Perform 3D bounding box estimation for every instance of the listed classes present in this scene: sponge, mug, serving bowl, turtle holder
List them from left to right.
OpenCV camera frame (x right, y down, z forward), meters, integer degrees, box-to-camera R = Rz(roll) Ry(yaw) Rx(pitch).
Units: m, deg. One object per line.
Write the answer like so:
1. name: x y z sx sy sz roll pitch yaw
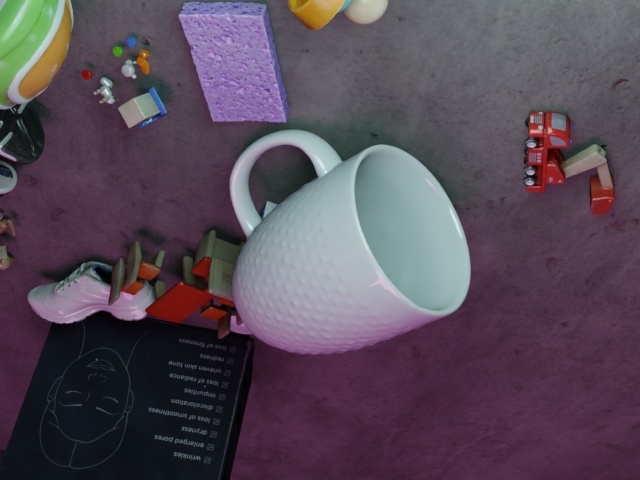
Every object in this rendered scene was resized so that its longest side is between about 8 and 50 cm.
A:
1. turtle holder: -0.465 -0.277 1.028 0.320 0.243 0.227 -4 163 6
2. sponge: -0.117 -0.245 1.164 0.117 0.031 0.210 4 147 10
3. serving bowl: -0.174 0.176 1.833 0.083 0.027 0.083 7 148 5
4. mug: 0.000 0.000 1.310 0.328 0.276 0.374 -27 97 37

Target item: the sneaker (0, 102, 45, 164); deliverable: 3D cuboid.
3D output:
1. sneaker: -0.575 -0.215 1.294 0.162 0.106 0.281 -14 130 41

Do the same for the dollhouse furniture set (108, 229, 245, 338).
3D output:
1. dollhouse furniture set: -0.249 0.100 1.609 0.262 0.135 0.259 22 141 -30

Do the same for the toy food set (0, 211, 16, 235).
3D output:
1. toy food set: -0.661 -0.049 1.637 0.122 0.019 0.078 18 147 2

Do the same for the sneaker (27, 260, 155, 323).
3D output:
1. sneaker: -0.493 0.098 1.759 0.297 0.111 0.129 -6 132 14

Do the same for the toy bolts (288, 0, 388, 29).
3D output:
1. toy bolts: 0.045 -0.293 0.912 0.158 0.218 0.228 22 164 -28

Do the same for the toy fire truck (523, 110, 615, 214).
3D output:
1. toy fire truck: 0.368 -0.113 1.214 0.135 0.047 0.192 1 146 13

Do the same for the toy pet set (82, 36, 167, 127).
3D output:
1. toy pet set: -0.271 -0.232 1.225 0.122 0.065 0.114 -21 101 35

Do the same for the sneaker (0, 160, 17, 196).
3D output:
1. sneaker: -0.654 -0.124 1.449 0.216 0.079 0.121 26 154 -26

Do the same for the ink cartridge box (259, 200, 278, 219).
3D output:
1. ink cartridge box: -0.021 0.002 1.505 0.207 0.046 0.097 19 146 -13

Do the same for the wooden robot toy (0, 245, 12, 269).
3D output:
1. wooden robot toy: -0.692 0.035 1.752 0.079 0.076 0.173 -9 166 -43

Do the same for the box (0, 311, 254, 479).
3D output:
1. box: -0.436 0.454 1.926 0.479 0.472 0.297 11 147 1
